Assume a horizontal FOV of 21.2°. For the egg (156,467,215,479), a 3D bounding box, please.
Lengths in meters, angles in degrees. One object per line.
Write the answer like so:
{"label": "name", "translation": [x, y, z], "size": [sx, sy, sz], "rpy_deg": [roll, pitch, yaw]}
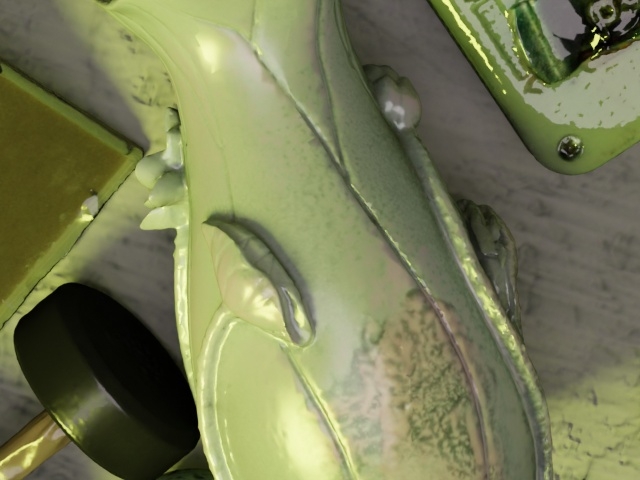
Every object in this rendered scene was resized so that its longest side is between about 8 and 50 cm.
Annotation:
{"label": "egg", "translation": [-0.082, 0.246, 1.269], "size": [0.132, 0.132, 0.172], "rpy_deg": [-36, 115, 9]}

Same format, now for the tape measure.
{"label": "tape measure", "translation": [0.175, -0.182, 1.164], "size": [0.207, 0.115, 0.235], "rpy_deg": [-33, 103, 10]}

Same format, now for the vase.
{"label": "vase", "translation": [0.000, 0.000, 1.149], "size": [0.250, 0.250, 0.445], "rpy_deg": [-17, 100, 4]}

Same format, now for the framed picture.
{"label": "framed picture", "translation": [-0.284, -0.008, 1.214], "size": [0.281, 0.019, 0.209], "rpy_deg": [-47, 126, 10]}

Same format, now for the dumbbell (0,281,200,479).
{"label": "dumbbell", "translation": [-0.211, 0.150, 1.231], "size": [0.218, 0.152, 0.152], "rpy_deg": [-40, 102, 9]}
